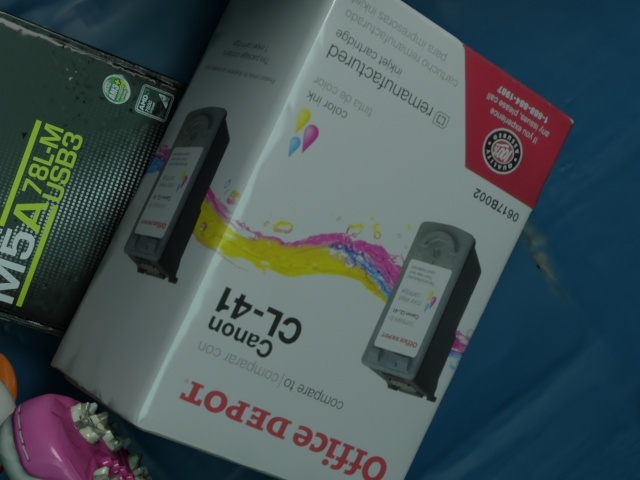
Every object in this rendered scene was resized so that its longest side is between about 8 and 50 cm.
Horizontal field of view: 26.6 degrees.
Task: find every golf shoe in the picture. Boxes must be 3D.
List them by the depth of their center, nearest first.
[{"bbox_3d":[-0.151,0.211,0.851,0.140,0.115,0.306,-21,137,-2],"label":"golf shoe"}]

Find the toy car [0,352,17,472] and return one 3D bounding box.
[{"bbox_3d":[-0.264,0.134,0.851,0.182,0.159,0.136,-53,147,-8],"label":"toy car"}]

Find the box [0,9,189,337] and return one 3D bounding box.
[{"bbox_3d":[-0.183,-0.039,0.895,0.184,0.045,0.190,21,89,-25],"label":"box"}]

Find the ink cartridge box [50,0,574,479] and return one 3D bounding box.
[{"bbox_3d":[0.000,0.000,0.900,0.226,0.131,0.306,27,85,-35],"label":"ink cartridge box"}]
